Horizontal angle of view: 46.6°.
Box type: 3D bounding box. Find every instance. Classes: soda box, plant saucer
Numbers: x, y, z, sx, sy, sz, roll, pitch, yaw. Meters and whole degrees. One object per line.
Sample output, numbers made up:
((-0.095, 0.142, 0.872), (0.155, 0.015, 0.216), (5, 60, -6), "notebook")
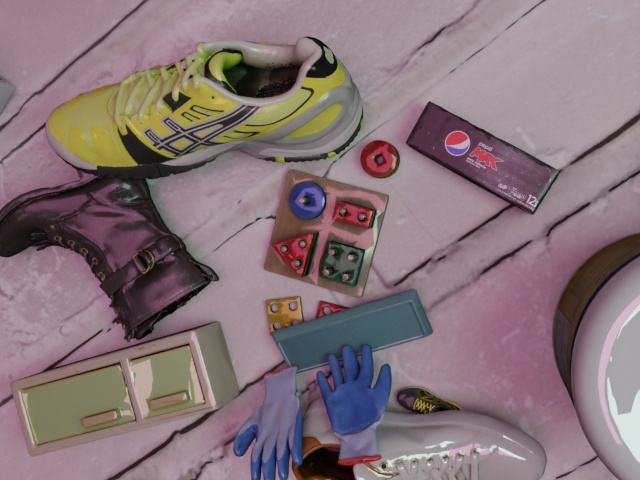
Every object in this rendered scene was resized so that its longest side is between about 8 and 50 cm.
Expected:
((0.187, -0.095, 0.862), (0.168, 0.053, 0.060), (31, 98, 10), "soda box")
((0.036, 0.116, 0.907), (0.192, 0.018, 0.067), (-18, 112, 16), "plant saucer")

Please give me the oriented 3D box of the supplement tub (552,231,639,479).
((0.341, 0.103, 0.696), (0.228, 0.316, 0.229), (0, 92, 14), "supplement tub")

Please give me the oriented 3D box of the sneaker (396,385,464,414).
((0.132, 0.199, 0.894), (0.083, 0.035, 0.031), (14, 94, 13), "sneaker")

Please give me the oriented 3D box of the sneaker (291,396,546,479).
((0.105, 0.264, 0.847), (0.290, 0.123, 0.106), (2, 121, 18), "sneaker")

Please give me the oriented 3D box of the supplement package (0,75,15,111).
((-0.600, -0.208, 0.970), (0.262, 0.199, 0.198), (38, 100, 10), "supplement package")

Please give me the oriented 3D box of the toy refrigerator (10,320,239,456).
((-0.253, 0.191, 0.956), (0.269, 0.094, 0.102), (-16, 88, 13), "toy refrigerator")

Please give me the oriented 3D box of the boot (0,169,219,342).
((-0.288, 0.027, 0.961), (0.262, 0.091, 0.229), (-29, 85, 11), "boot")

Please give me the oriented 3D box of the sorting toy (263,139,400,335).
((0.000, 0.000, 0.914), (0.132, 0.046, 0.275), (16, 96, 12), "sorting toy")

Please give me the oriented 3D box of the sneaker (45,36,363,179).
((-0.148, -0.171, 0.872), (0.384, 0.147, 0.145), (-7, 61, 8), "sneaker")

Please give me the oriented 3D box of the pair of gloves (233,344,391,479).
((-0.011, 0.200, 0.861), (0.198, 0.159, 0.023), (-16, 131, 16), "pair of gloves")
